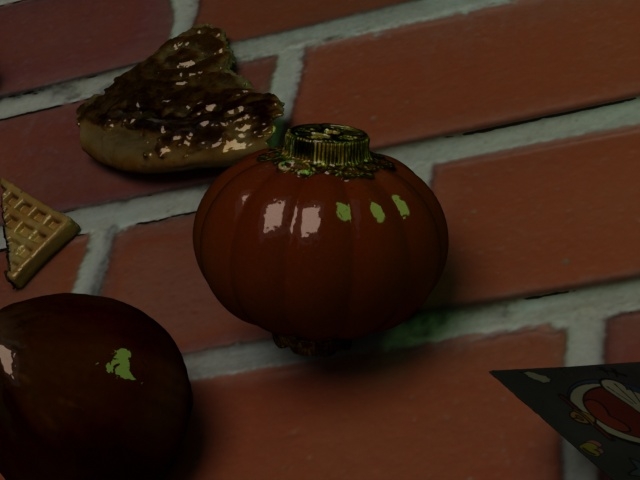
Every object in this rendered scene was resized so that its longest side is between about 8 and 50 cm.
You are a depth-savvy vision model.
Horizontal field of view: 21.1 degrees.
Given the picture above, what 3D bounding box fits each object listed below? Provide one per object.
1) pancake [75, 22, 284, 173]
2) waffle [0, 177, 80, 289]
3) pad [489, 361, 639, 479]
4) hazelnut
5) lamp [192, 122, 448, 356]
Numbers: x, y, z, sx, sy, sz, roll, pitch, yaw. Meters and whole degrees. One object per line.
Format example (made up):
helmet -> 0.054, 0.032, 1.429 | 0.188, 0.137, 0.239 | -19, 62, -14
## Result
pancake -> -0.134, -0.154, 1.847 | 0.266, 0.057, 0.244 | -2, 40, 23
waffle -> -0.330, -0.011, 1.826 | 0.097, 0.023, 0.152 | -44, 44, -17
pad -> 0.257, 0.151, 1.249 | 0.170, 0.006, 0.245 | 0, 25, -33
hazelnut -> -0.218, 0.131, 1.483 | 0.208, 0.208, 0.208 | -16, 43, 16
lamp -> 0.000, 0.000, 1.492 | 0.223, 0.196, 0.223 | 4, 18, -1
